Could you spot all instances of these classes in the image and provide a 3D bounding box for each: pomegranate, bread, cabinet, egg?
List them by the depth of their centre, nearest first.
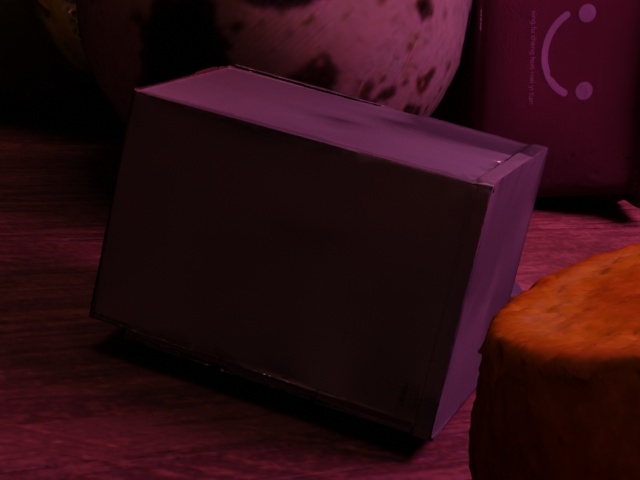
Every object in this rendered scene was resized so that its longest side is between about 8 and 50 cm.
[{"bbox_3d":[0.206,0.084,0.727,0.312,0.172,0.312,-9,7,1],"label":"bread"},{"bbox_3d":[0.000,0.000,0.947,0.206,0.150,0.145,17,16,15],"label":"cabinet"},{"bbox_3d":[-0.030,-0.177,1.222,0.287,0.287,0.379,15,1,10],"label":"egg"},{"bbox_3d":[-0.219,-0.203,1.349,0.159,0.190,0.241,-8,8,34],"label":"pomegranate"}]

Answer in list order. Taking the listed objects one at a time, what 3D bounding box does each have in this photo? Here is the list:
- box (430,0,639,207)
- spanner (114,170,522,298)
[{"bbox_3d":[0.177,-0.174,1.346,0.167,0.294,0.193,-5,23,-11],"label":"box"},{"bbox_3d":[-0.007,-0.004,1.140,0.325,0.026,0.093,20,20,25],"label":"spanner"}]
